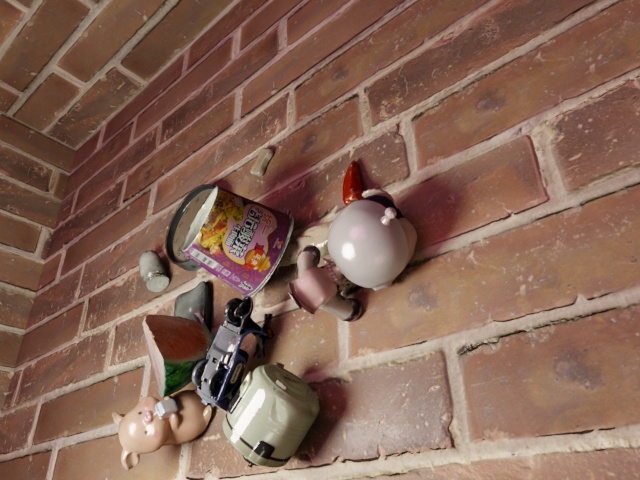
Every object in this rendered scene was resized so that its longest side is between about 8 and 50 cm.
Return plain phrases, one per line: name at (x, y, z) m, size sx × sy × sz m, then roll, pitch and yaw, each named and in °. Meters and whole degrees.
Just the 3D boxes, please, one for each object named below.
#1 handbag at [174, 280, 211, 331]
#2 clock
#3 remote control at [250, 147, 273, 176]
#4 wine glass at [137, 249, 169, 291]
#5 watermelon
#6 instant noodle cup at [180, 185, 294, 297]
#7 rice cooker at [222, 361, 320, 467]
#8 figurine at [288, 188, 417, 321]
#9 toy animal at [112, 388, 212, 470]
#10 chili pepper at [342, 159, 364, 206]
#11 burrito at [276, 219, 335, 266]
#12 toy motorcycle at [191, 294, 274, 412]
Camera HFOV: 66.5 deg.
handbag at (-0.491, 0.319, 1.854) m, size 0.191 × 0.075 × 0.332 m, roll -28°, pitch 48°, yaw 26°
clock at (-0.523, -0.061, 2.082) m, size 0.386 × 0.076 × 0.386 m, roll -22°, pitch 54°, yaw 34°
remote control at (-0.237, -0.317, 1.982) m, size 0.074 × 0.032 × 0.122 m, roll 23°, pitch 85°, yaw 48°
wine glass at (-0.741, 0.133, 2.160) m, size 0.111 × 0.111 × 0.204 m, roll -50°, pitch 46°, yaw 11°
watermelon at (-0.450, 0.363, 1.610) m, size 0.292 × 0.222 × 0.319 m, roll 47°, pitch 142°, yaw 38°
instant noodle cup at (-0.285, -0.012, 1.621) m, size 0.340 × 0.266 × 0.340 m, roll -49°, pitch 23°, yaw 29°
rice cooker at (-0.138, 0.473, 1.317) m, size 0.226 × 0.226 × 0.244 m, roll 33°, pitch 95°, yaw 48°
figurine at (0.099, 0.053, 1.327) m, size 0.361 × 0.253 × 0.211 m, roll -43°, pitch 0°, yaw 14°
toy animal at (-0.515, 0.597, 1.597) m, size 0.213 × 0.256 × 0.195 m, roll -53°, pitch 47°, yaw 31°
chili pepper at (0.103, -0.159, 1.535) m, size 0.071 × 0.063 × 0.272 m, roll -24°, pitch 38°, yaw 21°
burrito at (0.000, 0.000, 1.551) m, size 0.392 × 0.076 × 0.117 m, roll -18°, pitch 51°, yaw 35°
toy motorcycle at (-0.259, 0.349, 1.517) m, size 0.125 × 0.212 × 0.358 m, roll 15°, pitch 82°, yaw 41°
